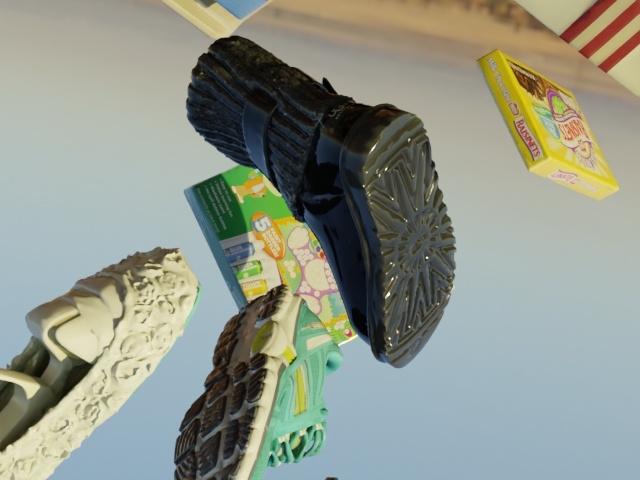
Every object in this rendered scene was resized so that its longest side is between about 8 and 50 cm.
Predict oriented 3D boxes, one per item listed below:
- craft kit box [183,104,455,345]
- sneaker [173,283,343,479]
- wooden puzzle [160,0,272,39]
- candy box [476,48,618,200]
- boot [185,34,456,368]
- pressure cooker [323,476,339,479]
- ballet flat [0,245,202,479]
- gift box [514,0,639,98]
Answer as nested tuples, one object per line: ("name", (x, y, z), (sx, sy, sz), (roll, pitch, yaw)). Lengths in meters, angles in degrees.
("craft kit box", (0.000, 0.000, 2.237), (0.246, 0.250, 0.061), (-26, -178, -21))
("sneaker", (-0.038, 0.143, 1.557), (0.110, 0.107, 0.275), (45, -146, -15))
("wooden puzzle", (-0.091, -0.398, 2.189), (0.322, 0.348, 0.080), (35, -150, -39))
("candy box", (0.196, -0.095, 1.596), (0.027, 0.105, 0.206), (-27, 164, 20))
("boot", (0.002, -0.044, 1.983), (0.260, 0.348, 0.131), (23, -132, 35))
("pressure cooker", (-0.036, 0.471, 2.147), (0.420, 0.376, 0.370), (-1, 155, 16))
("ballet flat", (-0.288, 0.151, 1.968), (0.147, 0.409, 0.147), (39, 171, 7))
("gift box", (0.351, -0.294, 1.677), (0.276, 0.255, 0.258), (32, 137, -13))
